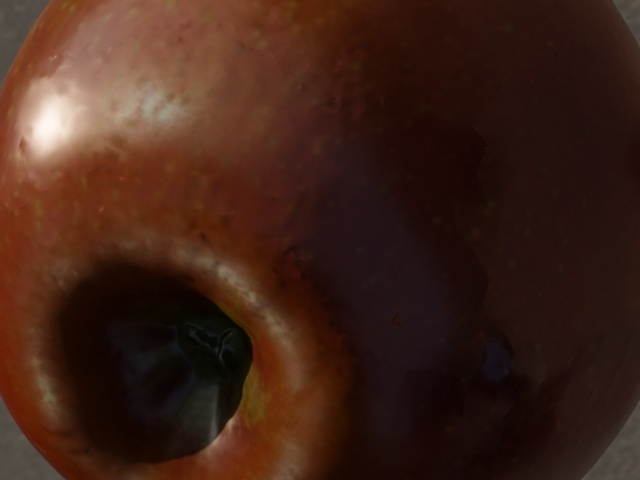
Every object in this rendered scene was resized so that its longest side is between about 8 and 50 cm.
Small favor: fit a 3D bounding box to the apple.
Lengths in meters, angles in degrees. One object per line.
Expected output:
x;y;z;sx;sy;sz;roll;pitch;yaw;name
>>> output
0.000;0.000;0.418;0.163;0.139;0.163;22;133;26;apple
